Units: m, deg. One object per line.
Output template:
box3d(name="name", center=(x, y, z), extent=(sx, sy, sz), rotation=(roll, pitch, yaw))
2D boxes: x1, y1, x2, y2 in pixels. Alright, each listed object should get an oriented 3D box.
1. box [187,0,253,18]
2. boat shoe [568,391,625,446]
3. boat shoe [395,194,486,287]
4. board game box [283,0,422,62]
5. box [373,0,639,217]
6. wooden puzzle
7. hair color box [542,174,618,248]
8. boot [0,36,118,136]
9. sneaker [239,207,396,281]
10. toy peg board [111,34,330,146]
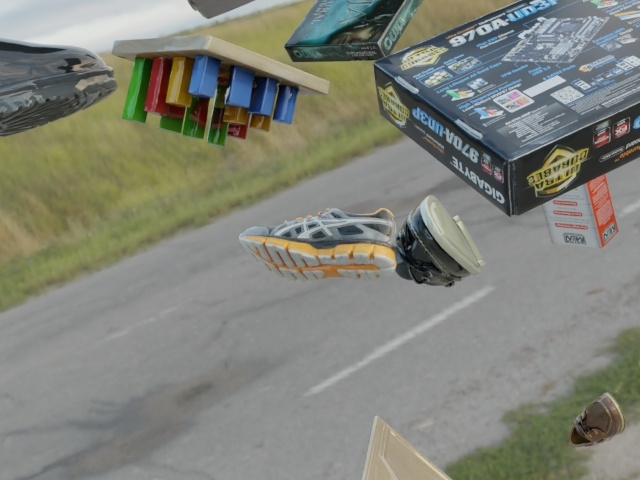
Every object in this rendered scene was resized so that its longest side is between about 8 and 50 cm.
box3d(name="box", center=(0.024, -0.359, 0.954), extent=(0.382, 0.143, 0.191), rotation=(-24, 4, 2))
box3d(name="boat shoe", center=(0.449, 0.302, 1.592), extent=(0.060, 0.064, 0.178), rotation=(-24, -25, -10))
box3d(name="boat shoe", center=(0.161, 0.016, 1.430), extent=(0.113, 0.127, 0.340), rotation=(-30, -6, 12))
box3d(name="board game box", center=(0.056, -0.266, 1.064), extent=(0.126, 0.026, 0.186), rotation=(6, 54, 37))
box3d(name="box", center=(0.176, -0.117, 0.709), extent=(0.220, 0.051, 0.175), rotation=(-25, 40, -16))
box3d(name="wooden puzzle", center=(0.131, 0.312, 1.099), extent=(0.044, 0.221, 0.238), rotation=(-49, 2, 8))
box3d(name="hair color box", center=(0.298, -0.063, 1.154), extent=(0.072, 0.141, 0.043), rotation=(8, 36, 46))
box3d(name="boot", center=(-0.465, -0.329, 1.096), extent=(0.367, 0.445, 0.146), rotation=(-20, 1, -30))
box3d(name="sneaker", center=(0.000, 0.000, 1.232), extent=(0.215, 0.084, 0.083), rotation=(4, 60, 21))
box3d(name="toy peg board", center=(-0.106, -0.143, 0.980), extent=(0.161, 0.079, 0.161), rotation=(12, -1, -44))
